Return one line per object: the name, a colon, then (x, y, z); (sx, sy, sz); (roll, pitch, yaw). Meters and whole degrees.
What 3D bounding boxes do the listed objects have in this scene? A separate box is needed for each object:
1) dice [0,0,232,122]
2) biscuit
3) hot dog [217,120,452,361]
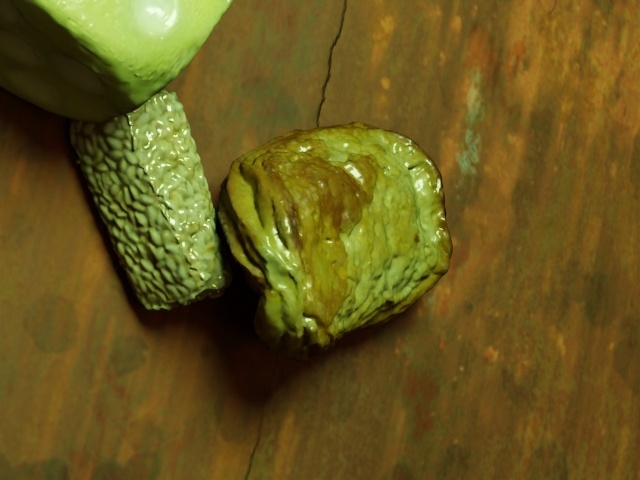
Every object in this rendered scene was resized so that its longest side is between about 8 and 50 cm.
dice: (-0.169, -0.196, 0.989); (0.169, 0.169, 0.166); (41, 66, -28)
biscuit: (-0.124, -0.029, 1.075); (0.070, 0.082, 0.169); (-26, 99, -43)
hot dog: (-0.001, 0.000, 1.134); (0.259, 0.114, 0.175); (-21, 103, -55)
